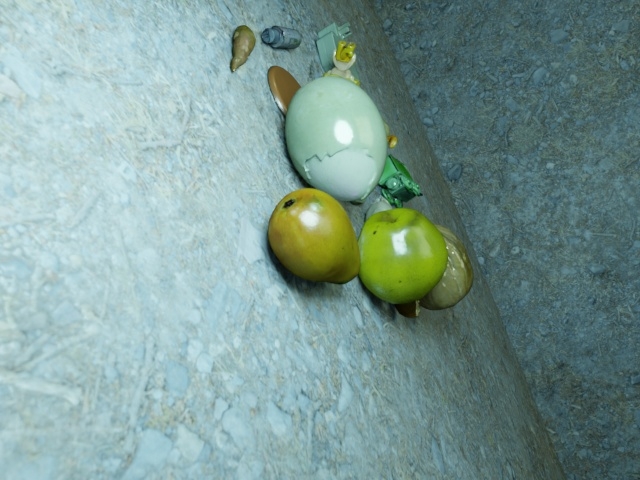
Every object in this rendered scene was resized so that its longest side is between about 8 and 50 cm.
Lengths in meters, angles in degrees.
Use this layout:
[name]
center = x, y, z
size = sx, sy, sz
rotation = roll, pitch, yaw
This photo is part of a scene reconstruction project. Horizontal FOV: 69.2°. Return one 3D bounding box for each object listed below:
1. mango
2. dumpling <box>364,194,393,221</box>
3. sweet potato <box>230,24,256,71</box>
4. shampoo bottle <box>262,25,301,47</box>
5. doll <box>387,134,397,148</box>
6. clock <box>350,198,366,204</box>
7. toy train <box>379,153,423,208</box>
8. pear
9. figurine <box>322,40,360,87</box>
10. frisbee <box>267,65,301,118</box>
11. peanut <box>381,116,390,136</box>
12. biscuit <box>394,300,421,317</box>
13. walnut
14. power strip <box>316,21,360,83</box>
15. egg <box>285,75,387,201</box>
[mango]
center = 0.000, 0.000, 1.095
size = 0.317, 0.173, 0.211
rotation = 39, 36, -55
[dumpling]
center = 0.219, -0.064, 1.639
size = 0.136, 0.118, 0.199
rotation = 49, 51, -27
[sweet potato]
center = -0.210, -0.532, 1.266
size = 0.068, 0.068, 0.226
rotation = 42, 35, -40
[shampoo bottle]
center = -0.128, -0.674, 1.540
size = 0.072, 0.072, 0.214
rotation = 62, 26, -9
[doll]
center = 0.133, -0.412, 1.693
size = 0.269, 0.162, 0.166
rotation = 44, -7, -32
[clock]
center = 0.094, -0.233, 1.639
size = 0.235, 0.029, 0.235
rotation = 41, 35, -38
[toy train]
center = 0.327, -0.249, 1.990
size = 0.243, 0.132, 0.188
rotation = 17, 45, -58
[pear]
center = 0.242, 0.053, 1.404
size = 0.294, 0.294, 0.294
rotation = 44, 33, -39
[figurine]
center = 0.080, -0.628, 1.770
size = 0.246, 0.156, 0.131
rotation = 97, 13, -45
[frisbee]
center = -0.085, -0.447, 1.487
size = 0.251, 0.021, 0.251
rotation = 43, 32, -37
[peanut]
center = 0.184, -0.461, 1.871
size = 0.313, 0.152, 0.152
rotation = 33, 41, -55
[biscuit]
center = 0.285, 0.165, 1.551
size = 0.025, 0.126, 0.206
rotation = 15, 62, -27
[walnut]
center = 0.404, 0.093, 1.685
size = 0.313, 0.277, 0.252
rotation = 60, -6, -1
[power strip]
center = 0.089, -0.823, 2.017
size = 0.229, 0.141, 0.261
rotation = 20, 54, -58
[egg]
center = 0.048, -0.266, 1.287
size = 0.278, 0.278, 0.336
rotation = 12, 55, -60
